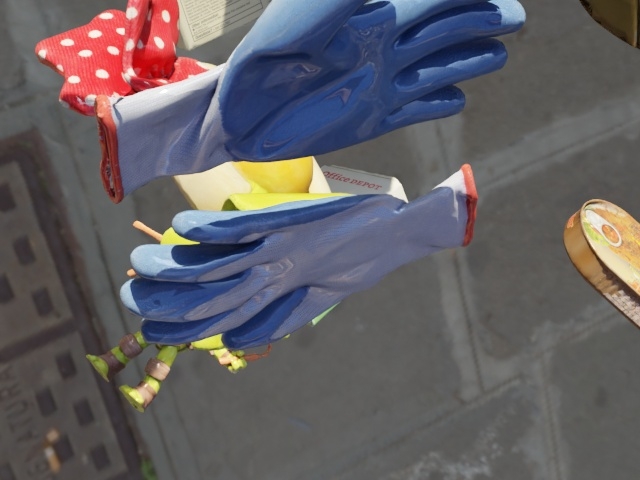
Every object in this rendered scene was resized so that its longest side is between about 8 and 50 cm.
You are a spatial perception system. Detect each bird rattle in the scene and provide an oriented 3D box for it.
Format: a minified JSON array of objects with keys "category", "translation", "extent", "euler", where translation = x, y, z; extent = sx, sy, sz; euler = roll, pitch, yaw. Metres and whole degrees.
[{"category":"bird rattle","translation":[-0.069,-0.053,0.756],"extent":[0.143,0.253,0.207],"euler":[-44,163,18]}]

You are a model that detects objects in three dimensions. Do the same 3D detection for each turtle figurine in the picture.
[{"category":"turtle figurine","translation":[-0.221,0.119,1.566],"extent":[0.269,0.087,0.217],"euler":[44,72,5]}]

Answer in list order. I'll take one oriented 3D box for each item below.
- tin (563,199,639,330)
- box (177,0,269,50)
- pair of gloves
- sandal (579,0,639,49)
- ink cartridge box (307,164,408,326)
[{"category":"tin","translation":[0.316,0.040,1.088],"extent":[0.189,0.040,0.106],"euler":[43,34,-1]},{"category":"box","translation":[-0.191,-0.430,1.480],"extent":[0.148,0.121,0.311],"euler":[-29,124,-21]},{"category":"pair of gloves","translation":[-0.004,-0.027,0.414],"extent":[0.159,0.023,0.198],"euler":[-19,145,-14]},{"category":"sandal","translation":[0.160,-0.174,0.613],"extent":[0.060,0.219,0.090],"euler":[-8,125,-30]},{"category":"ink cartridge box","translation":[0.000,0.000,1.470],"extent":[0.212,0.154,0.093],"euler":[-42,126,-26]}]
